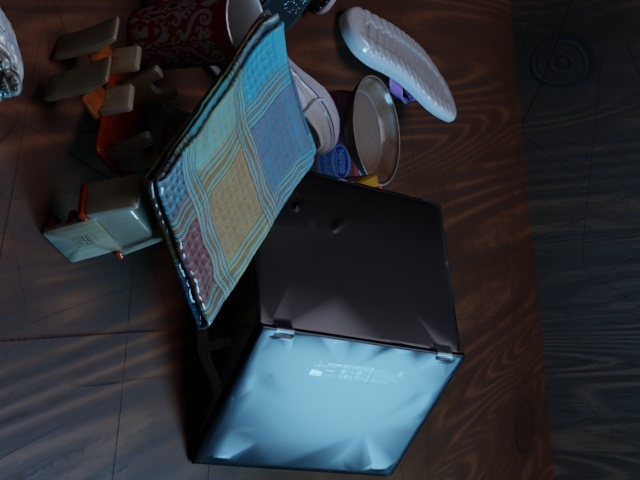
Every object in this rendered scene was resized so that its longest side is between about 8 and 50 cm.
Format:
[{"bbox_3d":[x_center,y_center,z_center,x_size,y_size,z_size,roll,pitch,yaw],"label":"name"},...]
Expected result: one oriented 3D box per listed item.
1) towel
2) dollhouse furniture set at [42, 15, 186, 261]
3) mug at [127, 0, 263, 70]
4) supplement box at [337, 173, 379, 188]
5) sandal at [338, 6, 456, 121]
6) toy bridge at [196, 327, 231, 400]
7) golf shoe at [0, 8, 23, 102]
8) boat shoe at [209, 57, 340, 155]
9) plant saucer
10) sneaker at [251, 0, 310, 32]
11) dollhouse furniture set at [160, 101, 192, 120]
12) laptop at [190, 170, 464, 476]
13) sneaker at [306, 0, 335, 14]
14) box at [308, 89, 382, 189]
[{"bbox_3d":[-0.108,-0.099,1.490,0.271,0.040,0.370,75,31,-41],"label":"towel"},{"bbox_3d":[-0.268,-0.109,1.433,0.262,0.135,0.259,56,27,-47],"label":"dollhouse furniture set"},{"bbox_3d":[-0.174,-0.310,1.565,0.113,0.169,0.150,46,45,-53],"label":"mug"},{"bbox_3d":[0.000,0.000,1.864,0.129,0.191,0.194,-30,113,-61],"label":"supplement box"},{"bbox_3d":[0.153,-0.373,2.373,0.416,0.102,0.169,31,43,-45],"label":"sandal"},{"bbox_3d":[-0.163,0.159,1.689,0.063,0.026,0.188,-11,97,-62],"label":"toy bridge"},{"bbox_3d":[-0.386,-0.247,1.251,0.086,0.069,0.176,-87,166,-61],"label":"golf shoe"},{"bbox_3d":[-0.087,-0.225,1.782,0.367,0.136,0.156,53,40,-45],"label":"boat shoe"},{"bbox_3d":[0.088,-0.195,1.975,0.199,0.036,0.198,18,70,-60],"label":"plant saucer"},{"bbox_3d":[-0.041,-0.438,1.601,0.124,0.296,0.178,6,56,-49],"label":"sneaker"},{"bbox_3d":[-0.208,-0.168,1.647,0.114,0.081,0.090,120,-14,-77],"label":"dollhouse furniture set"},{"bbox_3d":[0.006,0.135,1.735,0.382,0.236,0.407,12,117,-33],"label":"laptop"},{"bbox_3d":[0.027,-0.519,2.126,0.086,0.085,0.237,50,44,-44],"label":"sneaker"},{"bbox_3d":[0.033,-0.142,2.037,0.128,0.123,0.256,-6,92,-64],"label":"box"}]
